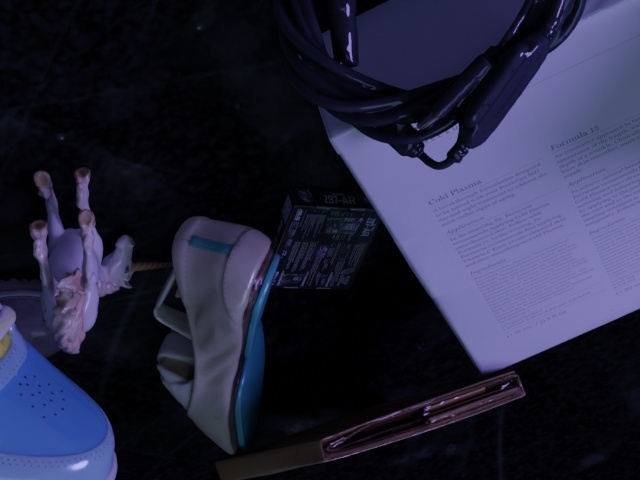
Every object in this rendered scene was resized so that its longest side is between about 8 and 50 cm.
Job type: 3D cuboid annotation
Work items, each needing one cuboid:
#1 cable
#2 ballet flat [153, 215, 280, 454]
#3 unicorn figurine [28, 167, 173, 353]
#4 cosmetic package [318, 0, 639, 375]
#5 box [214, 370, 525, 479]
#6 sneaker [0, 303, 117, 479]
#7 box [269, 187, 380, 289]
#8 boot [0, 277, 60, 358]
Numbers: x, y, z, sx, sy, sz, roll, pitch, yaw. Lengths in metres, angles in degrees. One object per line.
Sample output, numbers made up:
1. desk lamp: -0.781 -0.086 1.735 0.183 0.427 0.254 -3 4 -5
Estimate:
1. cable: 0.063 -0.141 0.769 0.184 0.151 0.047 -56 167 10
2. ballet flat: -0.076 0.068 0.996 0.086 0.086 0.248 -7 144 -12
3. unicorn figurine: -0.150 0.012 0.891 0.060 0.162 0.111 3 124 12
4. cosmetic package: 0.216 -0.088 0.899 0.377 0.097 0.284 -25 141 9
5. box: 0.030 0.139 1.044 0.164 0.021 0.201 -16 175 -27
6. sneaker: -0.223 0.014 0.770 0.319 0.127 0.208 32 121 -7
7. box: 0.000 0.000 0.984 0.067 0.018 0.083 1 137 -21
8. boot: -0.233 0.132 0.907 0.190 0.208 0.076 -12 140 -6
